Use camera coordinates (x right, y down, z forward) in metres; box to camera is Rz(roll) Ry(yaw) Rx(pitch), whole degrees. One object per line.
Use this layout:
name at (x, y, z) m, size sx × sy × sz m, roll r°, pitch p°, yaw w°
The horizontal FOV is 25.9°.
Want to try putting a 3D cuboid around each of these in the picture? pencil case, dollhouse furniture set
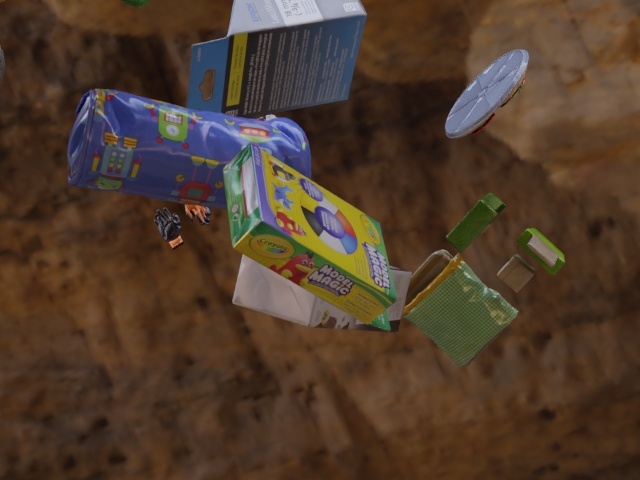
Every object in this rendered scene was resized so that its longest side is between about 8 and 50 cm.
pencil case at (-0.160, -0.112, 1.721) m, size 0.306 × 0.133 × 0.119 m, roll 7°, pitch -28°, yaw -21°
dollhouse furniture set at (0.279, 0.088, 2.565) m, size 0.301 × 0.197 × 0.151 m, roll -49°, pitch -4°, yaw 17°

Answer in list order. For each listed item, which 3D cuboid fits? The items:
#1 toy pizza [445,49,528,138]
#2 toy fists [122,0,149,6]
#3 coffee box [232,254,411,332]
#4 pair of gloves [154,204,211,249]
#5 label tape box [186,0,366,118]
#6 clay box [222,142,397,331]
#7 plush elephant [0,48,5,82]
toy pizza at (0.296, -0.251, 2.434) m, size 0.201 × 0.032 × 0.201 m, roll -45°, pitch 16°, yaw 17°
toy fists at (-0.224, -0.366, 1.533) m, size 0.142 × 0.096 × 0.279 m, roll 4°, pitch -33°, yaw 0°
coffee box at (0.008, 0.082, 2.411) m, size 0.168 × 0.119 × 0.297 m, roll 15°, pitch 4°, yaw 33°
pair of gloves at (-0.206, -0.033, 2.074) m, size 0.083 × 0.074 × 0.010 m, roll -37°, pitch -29°, yaw 2°
label tape box at (-0.100, -0.344, 2.572) m, size 0.333 × 0.106 × 0.241 m, roll -12°, pitch -33°, yaw -18°
clay box at (0.000, 0.000, 1.470) m, size 0.222 × 0.127 × 0.053 m, roll 29°, pitch -58°, yaw -32°
plush elephant at (-0.592, -0.163, 1.663) m, size 0.330 × 0.272 × 0.255 m, roll 21°, pitch -3°, yaw -27°
